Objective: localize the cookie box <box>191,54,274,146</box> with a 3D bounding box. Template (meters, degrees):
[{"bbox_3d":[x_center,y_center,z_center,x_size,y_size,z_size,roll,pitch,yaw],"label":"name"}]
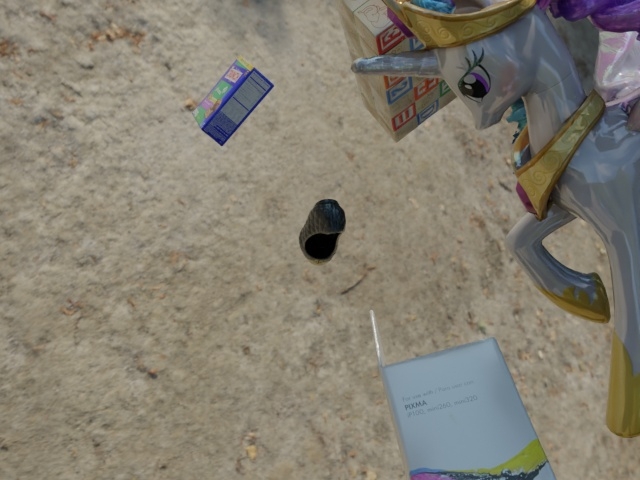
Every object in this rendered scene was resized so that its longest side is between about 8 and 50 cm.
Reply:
[{"bbox_3d":[-0.120,-0.190,0.862,0.040,0.107,0.092,38,7,-30],"label":"cookie box"}]

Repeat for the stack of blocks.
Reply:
[{"bbox_3d":[0.130,-0.267,0.846,0.087,0.171,0.297,53,1,18],"label":"stack of blocks"}]

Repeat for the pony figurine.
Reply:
[{"bbox_3d":[0.245,-0.088,0.416,0.363,0.351,0.303,54,16,-16],"label":"pony figurine"}]

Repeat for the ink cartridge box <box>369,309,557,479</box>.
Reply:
[{"bbox_3d":[0.082,0.134,0.335,0.115,0.067,0.198,74,2,-47],"label":"ink cartridge box"}]

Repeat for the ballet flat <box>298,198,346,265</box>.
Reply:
[{"bbox_3d":[0.000,0.000,0.873,0.057,0.173,0.049,0,66,-5],"label":"ballet flat"}]
